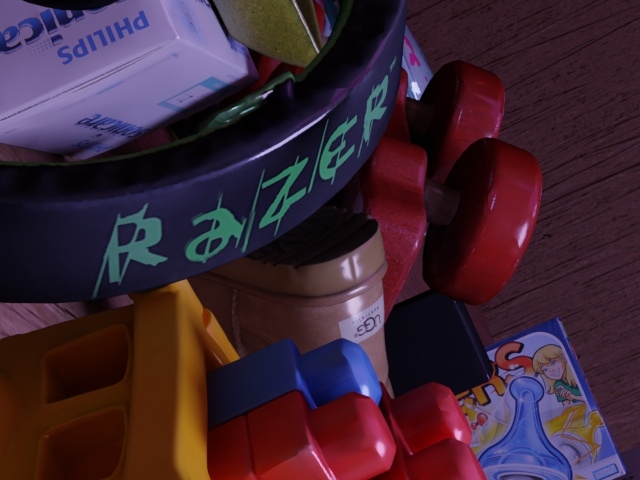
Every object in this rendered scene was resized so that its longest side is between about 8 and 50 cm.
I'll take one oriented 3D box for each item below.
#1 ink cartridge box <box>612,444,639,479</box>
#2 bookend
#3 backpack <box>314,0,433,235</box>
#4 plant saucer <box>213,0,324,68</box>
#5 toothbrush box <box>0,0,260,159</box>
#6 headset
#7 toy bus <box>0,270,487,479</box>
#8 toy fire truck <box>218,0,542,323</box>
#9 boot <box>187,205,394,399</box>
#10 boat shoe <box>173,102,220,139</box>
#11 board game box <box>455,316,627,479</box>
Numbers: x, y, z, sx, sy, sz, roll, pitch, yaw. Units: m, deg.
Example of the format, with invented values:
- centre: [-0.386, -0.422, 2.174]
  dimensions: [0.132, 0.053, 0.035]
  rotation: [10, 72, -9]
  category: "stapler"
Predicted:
- centre: [0.190, 0.296, 1.411]
  dimensions: [0.129, 0.223, 0.307]
  rotation: [64, 9, -8]
  category: "ink cartridge box"
- centre: [0.073, 0.126, 1.392]
  dimensions: [0.156, 0.157, 0.072]
  rotation: [65, 9, 0]
  category: "bookend"
- centre: [0.014, -0.100, 1.596]
  dimensions: [0.253, 0.191, 0.225]
  rotation: [-88, 154, -60]
  category: "backpack"
- centre: [-0.060, -0.201, 1.026]
  dimensions: [0.188, 0.045, 0.188]
  rotation: [-101, 167, -58]
  category: "plant saucer"
- centre: [-0.161, -0.203, 0.991]
  dimensions: [0.216, 0.126, 0.295]
  rotation: [9, 58, -81]
  category: "toothbrush box"
- centre: [-0.142, -0.145, 0.634]
  dimensions: [0.394, 0.243, 0.185]
  rotation: [38, -34, 29]
  category: "headset"
- centre: [-0.052, 0.111, 0.532]
  dimensions: [0.220, 0.211, 0.149]
  rotation: [-97, 162, -58]
  category: "toy bus"
- centre: [0.000, 0.000, 1.164]
  dimensions: [0.169, 0.254, 0.302]
  rotation: [20, 24, -14]
  category: "toy fire truck"
- centre: [-0.036, 0.104, 0.994]
  dimensions: [0.236, 0.089, 0.269]
  rotation: [21, -52, 48]
  category: "boot"
- centre: [-0.079, -0.096, 1.378]
  dimensions: [0.076, 0.080, 0.228]
  rotation: [-92, 164, -71]
  category: "boat shoe"
- centre: [0.125, 0.162, 1.456]
  dimensions: [0.136, 0.201, 0.035]
  rotation: [67, 9, 10]
  category: "board game box"
